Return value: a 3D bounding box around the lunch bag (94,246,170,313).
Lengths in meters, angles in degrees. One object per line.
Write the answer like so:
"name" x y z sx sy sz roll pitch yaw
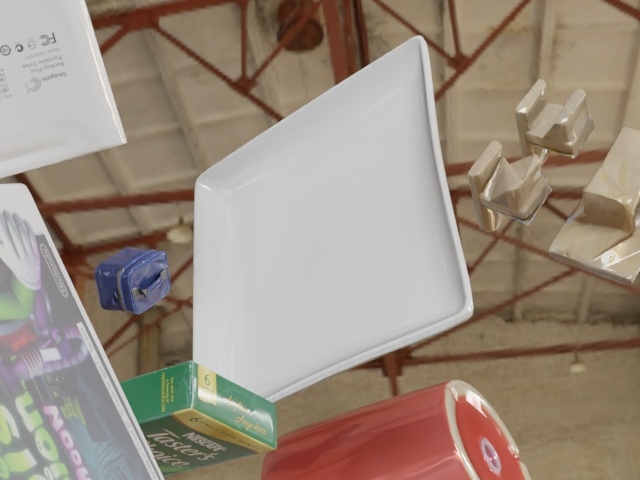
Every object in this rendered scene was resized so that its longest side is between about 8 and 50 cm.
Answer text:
"lunch bag" -0.238 0.052 1.305 0.065 0.098 0.067 3 -66 25

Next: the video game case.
"video game case" -0.112 0.069 0.367 0.022 0.190 0.173 -25 -1 11

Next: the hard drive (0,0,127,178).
"hard drive" -0.338 -0.227 0.917 0.233 0.353 0.047 -17 11 -8

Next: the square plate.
"square plate" 0.000 0.000 1.062 0.344 0.347 0.049 -29 -42 31

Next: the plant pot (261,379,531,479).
"plant pot" 0.106 0.306 1.218 0.243 0.275 0.275 -33 -40 20

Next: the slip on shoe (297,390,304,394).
"slip on shoe" -0.058 0.161 1.216 0.135 0.051 0.041 -14 -33 -14

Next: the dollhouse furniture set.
"dollhouse furniture set" 0.471 -0.084 1.432 0.362 0.394 0.256 22 -28 32

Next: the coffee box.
"coffee box" -0.138 0.146 0.772 0.184 0.040 0.113 -18 -34 23
